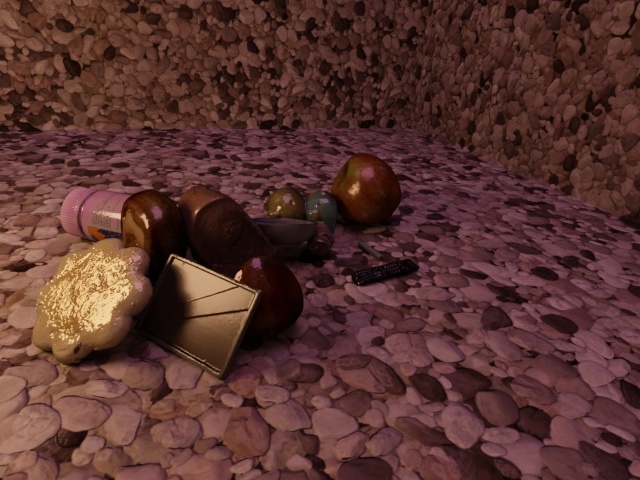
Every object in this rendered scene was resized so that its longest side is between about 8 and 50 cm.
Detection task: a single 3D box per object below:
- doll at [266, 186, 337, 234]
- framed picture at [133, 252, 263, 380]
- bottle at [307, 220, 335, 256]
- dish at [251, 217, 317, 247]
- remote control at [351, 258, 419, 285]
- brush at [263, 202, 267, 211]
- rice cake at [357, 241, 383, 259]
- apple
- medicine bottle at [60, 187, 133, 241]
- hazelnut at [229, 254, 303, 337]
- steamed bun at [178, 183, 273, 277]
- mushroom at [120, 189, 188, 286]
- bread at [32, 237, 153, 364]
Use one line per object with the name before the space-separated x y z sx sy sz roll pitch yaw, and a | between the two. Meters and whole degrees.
doll | -0.074 -0.116 1.636 0.261 0.161 0.177 3 28 -10
framed picture | -0.293 0.168 1.022 0.289 0.213 0.016 18 -10 26
bottle | 0.000 0.001 1.487 0.099 0.098 0.152 2 24 -5
dish | -0.120 -0.025 1.436 0.237 0.086 0.228 1 8 -25
remote control | 0.212 0.101 1.402 0.246 0.025 0.063 -10 31 -29
brush | -0.108 -0.116 1.789 0.266 0.027 0.062 13 28 8
rice cake | 0.176 0.035 1.532 0.022 0.021 0.121 -9 32 -36
apple | 0.187 -0.196 1.736 0.250 0.277 0.309 24 40 -16
medicine bottle | -0.669 -0.070 1.423 0.291 0.178 0.178 10 27 12
hazelnut | -0.142 0.133 1.081 0.208 0.208 0.208 4 27 -2
steamed bun | -0.303 -0.009 1.302 0.199 0.301 0.252 -48 37 -12
mushroom | -0.463 0.003 1.197 0.163 0.297 0.278 4 65 -31
bread | -0.535 0.128 1.011 0.317 0.054 0.315 -7 60 13
